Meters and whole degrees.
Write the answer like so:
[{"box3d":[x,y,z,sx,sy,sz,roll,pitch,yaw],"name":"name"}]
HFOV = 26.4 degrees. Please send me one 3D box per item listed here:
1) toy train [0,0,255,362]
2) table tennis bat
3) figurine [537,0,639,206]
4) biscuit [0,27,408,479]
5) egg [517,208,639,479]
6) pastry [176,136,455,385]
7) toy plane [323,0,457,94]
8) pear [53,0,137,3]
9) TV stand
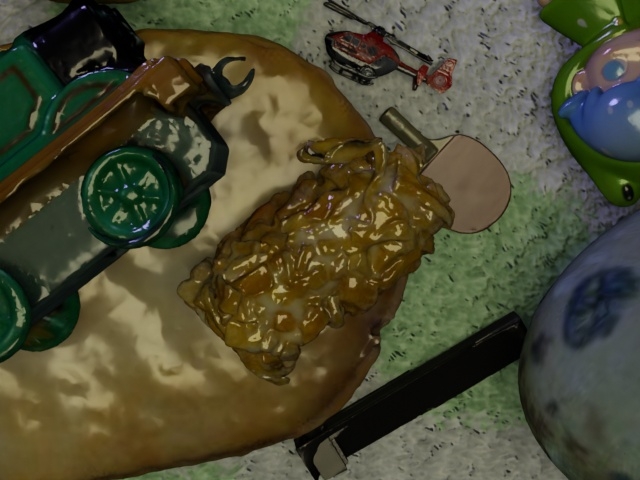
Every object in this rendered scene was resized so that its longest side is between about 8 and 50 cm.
[{"box3d":[-0.255,-0.051,1.146,0.429,0.178,0.249,-38,86,4],"name":"toy train"},{"box3d":[0.120,-0.073,1.343,0.156,0.013,0.087,41,95,-10],"name":"table tennis bat"},{"box3d":[0.288,-0.168,1.287,0.162,0.143,0.263,-16,81,-10],"name":"figurine"},{"box3d":[-0.141,0.004,1.288,0.446,0.104,0.429,-11,99,0],"name":"biscuit"},{"box3d":[0.391,0.105,1.217,0.428,0.345,0.345,-5,98,5],"name":"egg"},{"box3d":[0.000,0.000,1.187,0.250,0.102,0.154,-43,101,3],"name":"pastry"},{"box3d":[0.059,-0.177,1.313,0.145,0.037,0.060,24,85,-3],"name":"toy plane"},{"box3d":[-0.215,-0.330,1.182,0.271,0.271,0.271,-1,97,-4],"name":"pear"},{"box3d":[0.096,0.157,1.354,0.256,0.040,0.049,-30,98,0],"name":"TV stand"}]
